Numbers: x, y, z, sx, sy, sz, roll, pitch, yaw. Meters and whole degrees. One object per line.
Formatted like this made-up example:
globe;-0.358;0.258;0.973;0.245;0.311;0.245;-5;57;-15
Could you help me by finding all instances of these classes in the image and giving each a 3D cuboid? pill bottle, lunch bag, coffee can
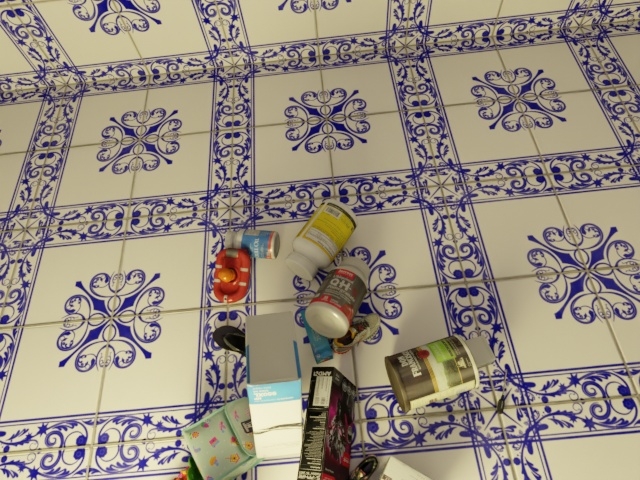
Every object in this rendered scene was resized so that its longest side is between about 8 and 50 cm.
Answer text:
pill bottle;0.000;0.000;1.919;0.188;0.188;0.334;29;67;19
lunch bag;-0.313;0.701;1.576;0.262;0.160;0.223;-25;58;-24
pill bottle;0.081;0.212;1.773;0.176;0.176;0.318;20;45;15
coffee can;0.393;0.473;1.615;0.276;0.201;0.201;-17;61;-5
pill bottle;-0.298;0.013;1.973;0.222;0.124;0.124;4;61;8

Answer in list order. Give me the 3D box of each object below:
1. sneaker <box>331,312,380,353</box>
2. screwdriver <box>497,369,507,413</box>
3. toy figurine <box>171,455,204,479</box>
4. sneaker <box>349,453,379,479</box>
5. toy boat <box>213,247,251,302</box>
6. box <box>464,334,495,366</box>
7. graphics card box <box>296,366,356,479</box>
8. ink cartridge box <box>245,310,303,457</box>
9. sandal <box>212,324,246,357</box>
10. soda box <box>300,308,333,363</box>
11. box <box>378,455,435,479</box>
sneaker;0.144;0.360;1.760;0.225;0.092;0.088;-35;64;-15
screwdriver;0.673;0.552;1.650;0.025;0.024;0.169;3;54;40
toy figurine;-0.482;0.858;1.538;0.159;0.130;0.173;-34;41;-3
sneaker;0.129;0.797;1.527;0.072;0.077;0.178;34;69;22
toy boat;-0.378;0.146;1.865;0.151;0.151;0.231;5;89;9
box;0.579;0.425;1.690;0.102;0.087;0.101;-17;61;-4
graphics card box;0.030;0.639;1.516;0.094;0.232;0.370;-9;52;23
ink cartridge box;-0.152;0.480;1.497;0.166;0.394;0.285;-5;35;-7
sandal;-0.318;0.409;1.793;0.255;0.054;0.097;23;65;16
soda box;-0.015;0.373;1.781;0.071;0.067;0.210;-17;61;-5
box;0.280;0.800;1.453;0.181;0.182;0.119;23;65;16
